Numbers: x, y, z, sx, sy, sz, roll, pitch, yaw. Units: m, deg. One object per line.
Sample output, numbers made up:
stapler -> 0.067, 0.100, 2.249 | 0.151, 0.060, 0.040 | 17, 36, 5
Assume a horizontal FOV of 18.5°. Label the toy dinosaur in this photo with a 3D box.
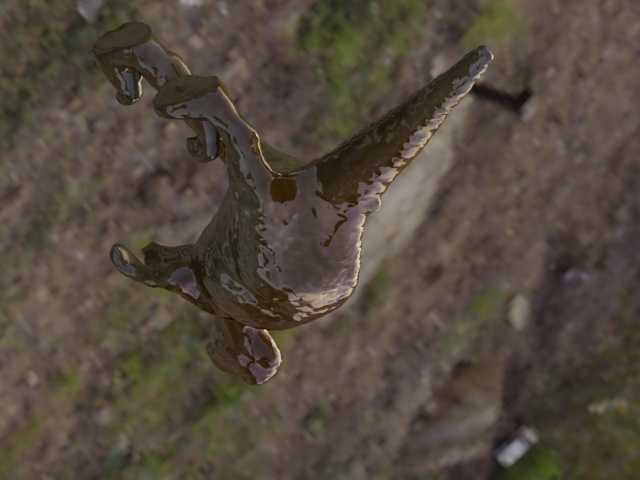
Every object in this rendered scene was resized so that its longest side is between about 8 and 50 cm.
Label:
toy dinosaur -> 0.000, 0.000, 0.518 | 0.039, 0.162, 0.126 | -52, 130, -31
